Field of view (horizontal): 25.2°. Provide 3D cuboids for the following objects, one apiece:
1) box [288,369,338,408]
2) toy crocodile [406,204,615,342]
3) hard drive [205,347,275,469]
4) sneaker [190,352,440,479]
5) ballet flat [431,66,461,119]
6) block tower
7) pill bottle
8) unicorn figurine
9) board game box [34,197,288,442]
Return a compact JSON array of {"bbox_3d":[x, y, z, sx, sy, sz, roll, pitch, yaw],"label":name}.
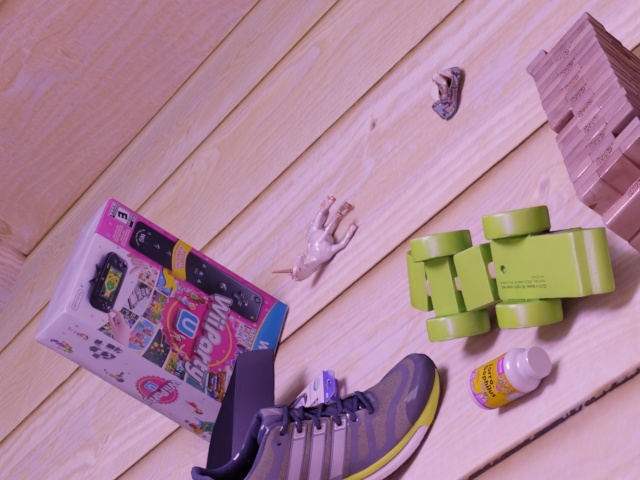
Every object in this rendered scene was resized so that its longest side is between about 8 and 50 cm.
[{"bbox_3d":[-0.019,0.219,1.737,0.136,0.028,0.081,-46,21,21],"label":"box"},{"bbox_3d":[0.183,0.032,1.438,0.340,0.105,0.115,-17,84,61],"label":"toy crocodile"},{"bbox_3d":[-0.100,0.259,1.758,0.255,0.054,0.172,-92,19,-60],"label":"hard drive"},{"bbox_3d":[-0.003,0.211,1.497,0.300,0.121,0.111,-39,18,-8],"label":"sneaker"},{"bbox_3d":[0.170,-0.212,1.961,0.041,0.041,0.114,-43,22,35],"label":"ballet flat"},{"bbox_3d":[0.291,-0.118,1.421,0.097,0.091,0.335,-48,20,20],"label":"block tower"},{"bbox_3d":[0.180,0.129,1.357,0.083,0.043,0.043,-37,27,46],"label":"pill bottle"},{"bbox_3d":[0.000,0.000,2.025,0.111,0.060,0.162,-51,3,18],"label":"unicorn figurine"},{"bbox_3d":[-0.211,0.112,1.957,0.097,0.303,0.224,-40,25,40],"label":"board game box"}]
